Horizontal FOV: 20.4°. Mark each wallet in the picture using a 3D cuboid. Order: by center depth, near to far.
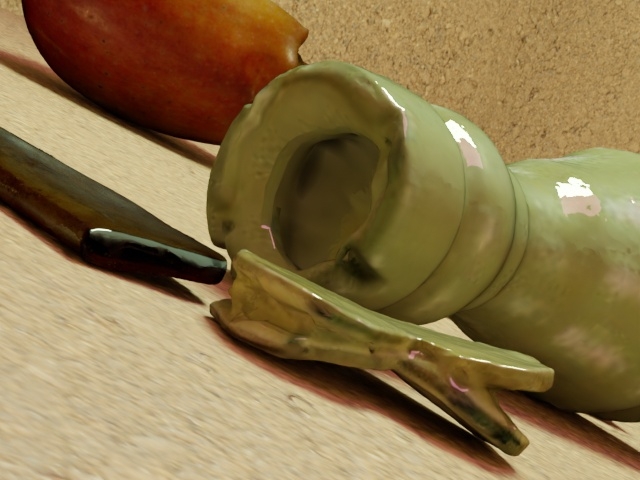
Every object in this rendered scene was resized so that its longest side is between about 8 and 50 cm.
[{"bbox_3d":[-0.167,-0.034,1.107,0.255,0.031,0.137,32,6,42],"label":"wallet"}]

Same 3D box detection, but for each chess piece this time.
[{"bbox_3d":[0.126,0.005,1.337,0.442,0.234,0.234,16,11,-45],"label":"chess piece"}]

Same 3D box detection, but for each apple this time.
[{"bbox_3d":[-0.181,-0.269,2.165,0.365,0.295,0.329,31,31,9],"label":"apple"}]

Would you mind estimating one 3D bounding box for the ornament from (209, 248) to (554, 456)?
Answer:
[{"bbox_3d":[0.026,0.057,1.065,0.201,0.059,0.180,24,2,-19],"label":"ornament"}]
